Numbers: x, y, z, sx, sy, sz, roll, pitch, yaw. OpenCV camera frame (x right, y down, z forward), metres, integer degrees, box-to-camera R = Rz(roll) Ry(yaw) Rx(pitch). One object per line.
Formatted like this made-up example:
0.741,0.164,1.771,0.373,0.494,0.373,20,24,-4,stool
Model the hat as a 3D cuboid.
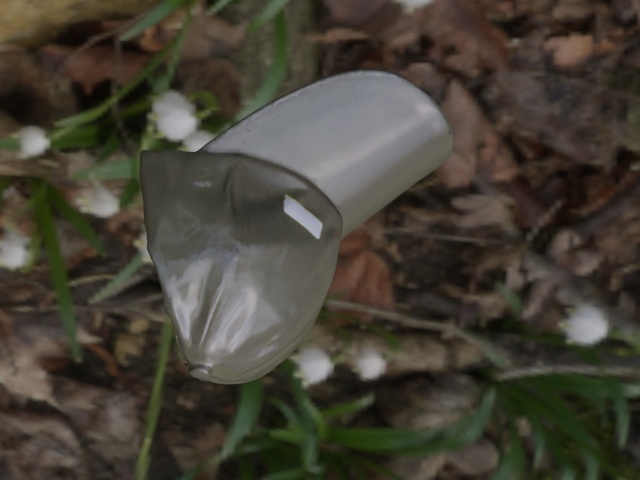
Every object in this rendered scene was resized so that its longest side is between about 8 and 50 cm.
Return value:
0.000,0.000,0.941,0.166,0.173,0.144,61,16,-52,hat
